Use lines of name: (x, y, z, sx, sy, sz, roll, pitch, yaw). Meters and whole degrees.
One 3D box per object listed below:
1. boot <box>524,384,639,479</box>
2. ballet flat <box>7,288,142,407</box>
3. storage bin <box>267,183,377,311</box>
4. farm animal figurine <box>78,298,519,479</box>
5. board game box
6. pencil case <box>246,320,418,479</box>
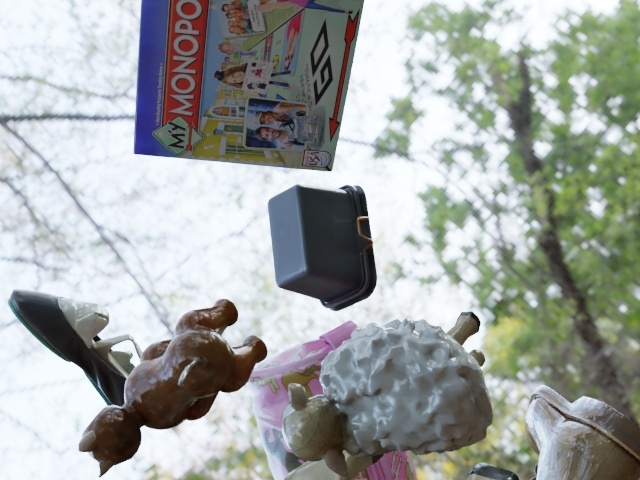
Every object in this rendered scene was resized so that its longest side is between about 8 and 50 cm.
boot: (0.243, 0.223, 1.398, 0.115, 0.112, 0.305, -52, -1, -6)
ballet flat: (-0.231, 0.107, 1.417, 0.074, 0.074, 0.203, -42, -64, -5)
storage bin: (0.000, 0.000, 1.512, 0.091, 0.135, 0.098, 11, -27, -42)
farm animal figurine: (-0.021, 0.213, 0.854, 0.172, 0.327, 0.330, -38, -64, -50)
board game box: (-0.071, -0.208, 1.360, 0.214, 0.046, 0.317, 4, -47, -6)
pencil case: (0.043, 0.278, 1.374, 0.167, 0.386, 0.160, -19, -5, 23)
